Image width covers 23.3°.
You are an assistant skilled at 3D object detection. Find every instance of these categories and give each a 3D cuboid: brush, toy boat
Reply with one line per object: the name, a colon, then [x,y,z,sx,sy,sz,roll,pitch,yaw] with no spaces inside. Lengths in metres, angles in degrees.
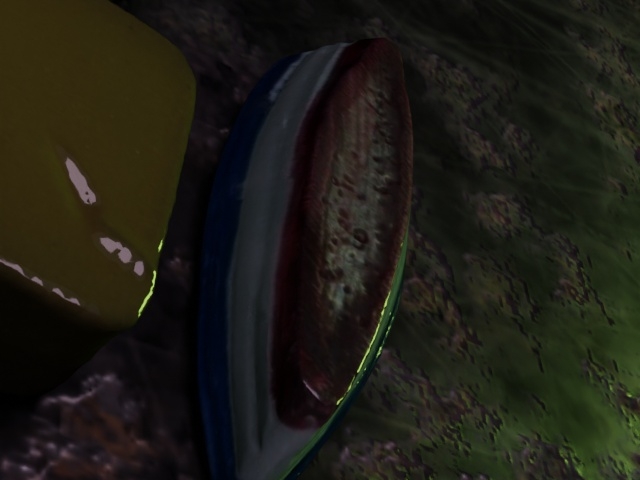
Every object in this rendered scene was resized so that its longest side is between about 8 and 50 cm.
brush: [-0.135,-0.046,0.431,0.197,0.059,0.123,28,41,-18]
toy boat: [0.000,0.000,0.527,0.080,0.046,0.229,35,34,-15]
